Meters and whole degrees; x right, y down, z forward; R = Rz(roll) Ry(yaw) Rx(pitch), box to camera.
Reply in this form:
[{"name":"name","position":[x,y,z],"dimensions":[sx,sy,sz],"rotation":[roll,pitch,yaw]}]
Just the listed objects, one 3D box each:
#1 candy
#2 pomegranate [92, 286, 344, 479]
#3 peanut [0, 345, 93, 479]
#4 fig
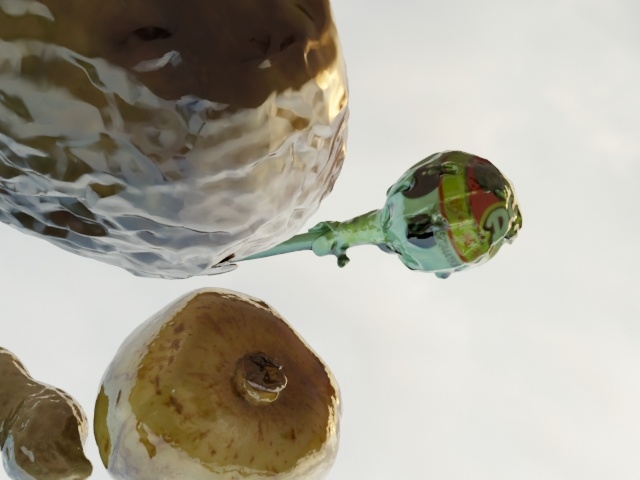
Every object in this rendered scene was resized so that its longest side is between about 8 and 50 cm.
[{"name":"candy","position":[0.000,0.000,1.307],"dimensions":[0.305,0.083,0.091],"rotation":[-11,-158,30]},{"name":"pomegranate","position":[-0.083,0.143,1.582],"dimensions":[0.215,0.215,0.215],"rotation":[16,-148,-10]},{"name":"peanut","position":[-0.279,0.159,1.653],"dimensions":[0.228,0.086,0.104],"rotation":[27,-147,36]},{"name":"fig","position":[-0.171,-0.092,1.009],"dimensions":[0.368,0.286,0.286],"rotation":[-17,-144,4]}]
